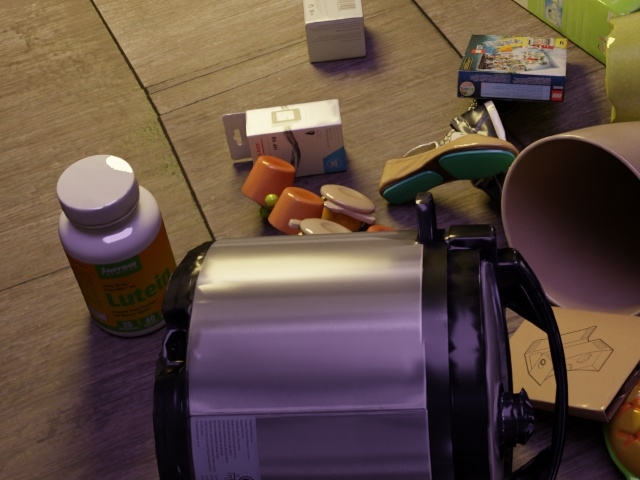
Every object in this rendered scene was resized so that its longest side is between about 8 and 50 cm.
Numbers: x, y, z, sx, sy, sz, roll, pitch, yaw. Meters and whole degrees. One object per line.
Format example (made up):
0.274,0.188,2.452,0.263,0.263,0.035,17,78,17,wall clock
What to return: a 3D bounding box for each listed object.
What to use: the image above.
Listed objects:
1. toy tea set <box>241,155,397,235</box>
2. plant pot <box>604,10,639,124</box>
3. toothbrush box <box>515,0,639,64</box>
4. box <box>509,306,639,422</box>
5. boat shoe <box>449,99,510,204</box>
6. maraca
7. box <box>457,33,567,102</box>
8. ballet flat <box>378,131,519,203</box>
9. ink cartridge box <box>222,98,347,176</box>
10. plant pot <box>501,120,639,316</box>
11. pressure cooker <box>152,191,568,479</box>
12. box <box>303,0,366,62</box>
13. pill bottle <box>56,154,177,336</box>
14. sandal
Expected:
0.000,0.000,1.568,0.200,0.124,0.336,11,20,-28,toy tea set
0.558,-0.250,1.640,0.254,0.276,0.276,-1,47,23,plant pot
0.485,-0.438,1.887,0.206,0.122,0.283,-28,50,-18,toothbrush box
0.312,0.149,1.389,0.201,0.021,0.164,4,42,49,box
0.252,-0.099,1.639,0.079,0.084,0.233,-18,57,6,boat shoe
0.399,0.241,1.308,0.127,0.099,0.185,-7,64,14,maraca
0.306,-0.274,1.753,0.159,0.044,0.233,4,25,12,box
0.179,-0.120,1.607,0.232,0.080,0.073,-17,53,35,ballet flat
-0.054,-0.150,1.709,0.180,0.104,0.060,-8,49,1,ink cartridge box
0.431,-0.057,1.496,0.274,0.256,0.256,-24,48,-36,plant pot
0.059,0.174,1.229,0.421,0.369,0.375,-3,52,9,pressure cooker
0.023,-0.373,1.910,0.102,0.087,0.101,-7,48,2,box
-0.273,0.006,1.501,0.137,0.245,0.136,-4,48,4,pill bottle
0.253,-0.182,1.748,0.179,0.040,0.067,-45,52,-11,sandal
